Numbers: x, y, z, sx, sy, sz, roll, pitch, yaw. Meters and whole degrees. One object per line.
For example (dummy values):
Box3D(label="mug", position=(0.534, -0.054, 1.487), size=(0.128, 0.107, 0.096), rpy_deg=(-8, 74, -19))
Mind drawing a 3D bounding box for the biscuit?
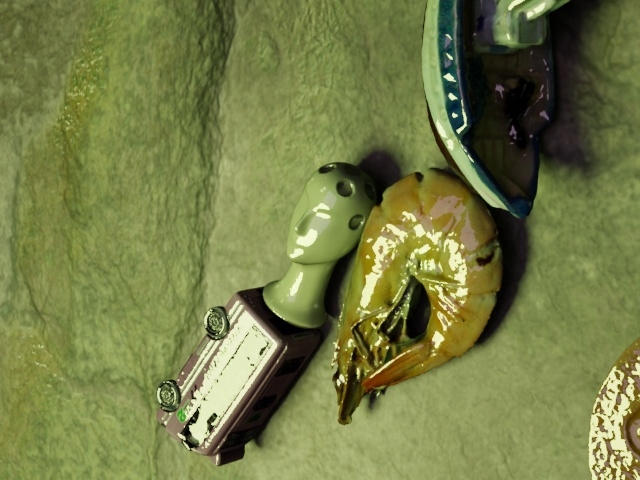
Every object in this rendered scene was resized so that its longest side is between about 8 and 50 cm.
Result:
Box3D(label="biscuit", position=(0.299, 0.149, 0.989), size=(0.181, 0.049, 0.208), rpy_deg=(47, 119, 28))

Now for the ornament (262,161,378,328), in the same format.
Box3D(label="ornament", position=(0.000, 0.000, 1.217), size=(0.075, 0.081, 0.156), rpy_deg=(45, 123, 34))

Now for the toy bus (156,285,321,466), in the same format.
Box3D(label="toy bus", position=(-0.083, 0.134, 1.287), size=(0.098, 0.087, 0.178), rpy_deg=(45, 117, 22))

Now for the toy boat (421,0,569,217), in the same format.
Box3D(label="toy boat", position=(0.152, -0.151, 1.052), size=(0.115, 0.114, 0.262), rpy_deg=(12, 105, 51))

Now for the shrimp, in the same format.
Box3D(label="shrimp", position=(0.077, 0.063, 1.170), size=(0.145, 0.061, 0.267), rpy_deg=(37, 113, 23))
